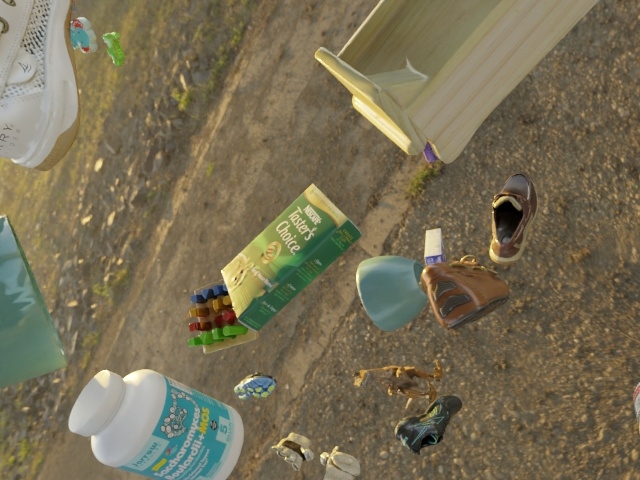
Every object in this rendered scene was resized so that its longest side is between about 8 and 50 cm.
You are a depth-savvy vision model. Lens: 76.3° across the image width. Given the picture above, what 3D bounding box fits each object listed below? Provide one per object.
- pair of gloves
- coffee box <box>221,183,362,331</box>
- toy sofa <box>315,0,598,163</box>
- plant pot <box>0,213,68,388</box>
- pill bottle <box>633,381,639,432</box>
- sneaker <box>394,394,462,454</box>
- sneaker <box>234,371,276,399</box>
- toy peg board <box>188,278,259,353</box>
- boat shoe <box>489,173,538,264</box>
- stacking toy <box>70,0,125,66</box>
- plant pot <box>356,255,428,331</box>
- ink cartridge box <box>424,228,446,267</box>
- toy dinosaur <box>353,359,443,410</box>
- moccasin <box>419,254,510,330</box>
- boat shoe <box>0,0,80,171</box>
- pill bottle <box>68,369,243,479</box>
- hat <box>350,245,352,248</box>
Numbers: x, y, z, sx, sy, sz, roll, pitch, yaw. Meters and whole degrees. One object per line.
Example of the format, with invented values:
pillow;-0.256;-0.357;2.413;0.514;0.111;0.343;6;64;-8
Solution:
pair of gloves;-0.005;0.607;1.142;0.239;0.204;0.042;16;84;18
coffee box;-0.045;0.017;0.537;0.184;0.040;0.113;-42;39;4
toy sofa;0.184;-0.282;0.481;0.363;0.177;0.150;-48;48;15
plant pot;-0.600;0.130;0.674;0.293;0.235;0.293;32;134;42
pill bottle;0.771;0.440;0.806;0.210;0.363;0.211;12;117;26
sneaker;0.375;0.607;1.336;0.106;0.267;0.101;34;140;55
sneaker;-0.183;0.408;1.170;0.067;0.078;0.188;50;138;-6
toy peg board;-0.244;0.172;0.957;0.161;0.079;0.161;-21;73;23
boat shoe;0.597;-0.095;1.267;0.123;0.123;0.342;9;58;34
stacking toy;-0.395;-0.369;0.653;0.052;0.221;0.167;10;43;12
plant pot;0.299;0.174;1.533;0.195;0.290;0.291;-27;58;31
ink cartridge box;0.319;0.046;1.120;0.046;0.207;0.097;-10;107;19
toy dinosaur;0.134;0.219;0.631;0.112;0.211;0.064;-12;56;39
moccasin;0.299;0.099;0.865;0.139;0.379;0.147;-42;66;27
boat shoe;-0.271;-0.192;0.333;0.098;0.096;0.277;-31;68;25
pill bottle;-0.267;0.313;0.682;0.146;0.264;0.146;-28;39;26
hat;0.000;0.000;1.094;0.209;0.183;0.173;-74;-4;-51
